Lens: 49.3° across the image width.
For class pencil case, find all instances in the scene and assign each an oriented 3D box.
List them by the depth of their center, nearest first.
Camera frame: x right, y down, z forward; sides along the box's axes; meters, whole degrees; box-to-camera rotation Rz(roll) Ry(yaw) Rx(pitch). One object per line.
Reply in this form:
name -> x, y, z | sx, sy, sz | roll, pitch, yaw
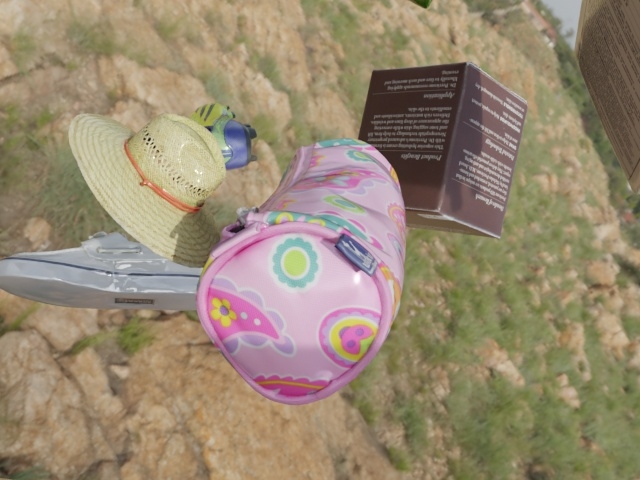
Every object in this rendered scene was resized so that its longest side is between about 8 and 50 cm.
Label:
pencil case -> 0.000, 0.000, 0.514 | 0.124, 0.124, 0.284 | 49, 18, -8

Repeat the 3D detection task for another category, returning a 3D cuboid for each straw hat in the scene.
straw hat -> -0.104, -0.055, 0.499 | 0.144, 0.061, 0.144 | 44, 18, -18

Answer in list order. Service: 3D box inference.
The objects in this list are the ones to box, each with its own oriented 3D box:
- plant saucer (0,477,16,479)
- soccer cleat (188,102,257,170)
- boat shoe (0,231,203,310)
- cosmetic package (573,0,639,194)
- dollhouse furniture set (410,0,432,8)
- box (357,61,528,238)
plant saucer -> -0.220, 0.305, 0.513 | 0.081, 0.333, 0.332 | -46, 137, -70
soccer cleat -> -0.207, -0.190, 1.247 | 0.121, 0.093, 0.289 | -9, 21, -23
boat shoe -> -0.259, 0.031, 0.868 | 0.268, 0.096, 0.088 | 3, 65, -15
cosmetic package -> 0.261, -0.150, 0.454 | 0.296, 0.129, 0.153 | 30, 42, -71
dollhouse furniture set -> 0.203, -0.322, 0.730 | 0.302, 0.151, 0.197 | 31, -5, 8
box -> 0.163, -0.124, 0.983 | 0.167, 0.168, 0.203 | 15, 86, -46
